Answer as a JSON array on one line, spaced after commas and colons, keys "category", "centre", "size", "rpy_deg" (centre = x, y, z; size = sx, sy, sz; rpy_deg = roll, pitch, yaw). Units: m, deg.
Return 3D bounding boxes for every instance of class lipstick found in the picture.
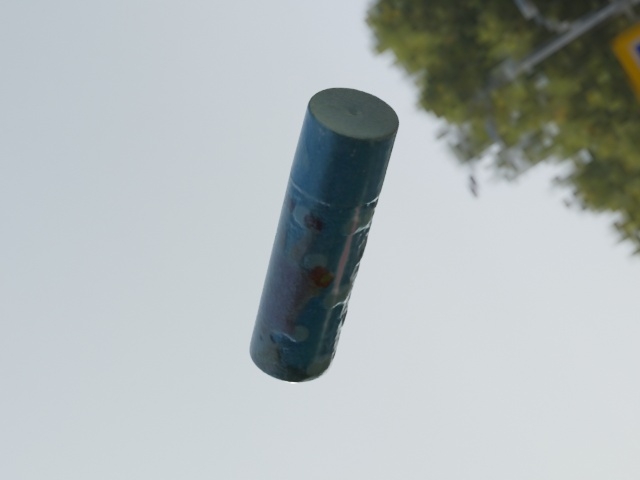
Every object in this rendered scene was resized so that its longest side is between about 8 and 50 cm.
[{"category": "lipstick", "centre": [0.000, 0.000, 0.983], "size": [0.048, 0.158, 0.048], "rpy_deg": [10, -146, -7]}]
